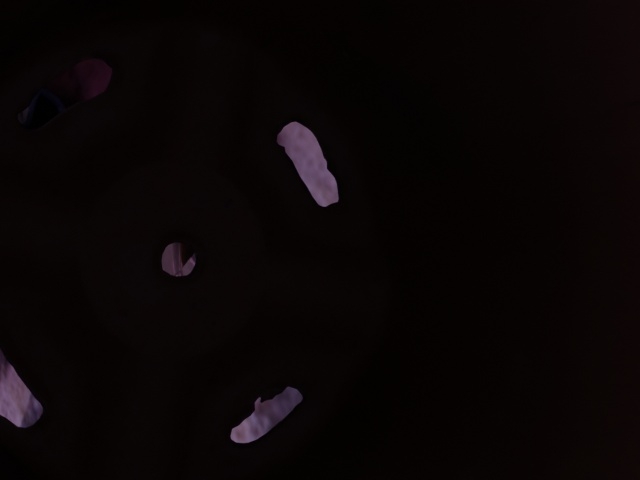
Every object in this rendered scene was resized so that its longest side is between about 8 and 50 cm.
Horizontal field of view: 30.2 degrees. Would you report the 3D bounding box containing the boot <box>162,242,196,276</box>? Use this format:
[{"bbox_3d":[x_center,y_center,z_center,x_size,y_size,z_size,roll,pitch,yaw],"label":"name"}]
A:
[{"bbox_3d":[-0.092,0.008,0.736,0.118,0.042,0.087,60,135,27],"label":"boot"}]

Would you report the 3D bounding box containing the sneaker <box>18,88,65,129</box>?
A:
[{"bbox_3d":[-0.236,-0.056,0.871,0.297,0.111,0.129,24,94,43],"label":"sneaker"}]

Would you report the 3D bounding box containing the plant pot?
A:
[{"bbox_3d":[0.000,0.000,0.388,0.305,0.334,0.333,-10,86,64],"label":"plant pot"}]
